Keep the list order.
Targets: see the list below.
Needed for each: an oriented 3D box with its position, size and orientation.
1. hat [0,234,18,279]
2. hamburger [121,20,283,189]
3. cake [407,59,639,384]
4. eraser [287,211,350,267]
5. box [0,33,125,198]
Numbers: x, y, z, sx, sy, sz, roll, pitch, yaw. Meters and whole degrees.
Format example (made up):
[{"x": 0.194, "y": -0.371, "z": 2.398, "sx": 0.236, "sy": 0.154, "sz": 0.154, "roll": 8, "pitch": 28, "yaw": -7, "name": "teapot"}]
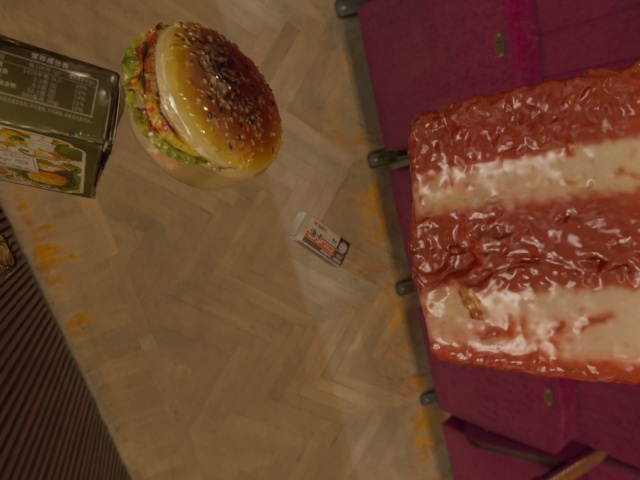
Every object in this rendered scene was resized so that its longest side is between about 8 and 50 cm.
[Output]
[{"x": -0.396, "y": 0.023, "z": 0.518, "sx": 0.059, "sy": 0.077, "sz": 0.076, "roll": -49, "pitch": 150, "yaw": 11, "name": "hat"}, {"x": -0.089, "y": -0.106, "z": 0.359, "sx": 0.141, "sy": 0.082, "sz": 0.126, "roll": 19, "pitch": 56, "yaw": -41, "name": "hamburger"}, {"x": 0.261, "y": -0.004, "z": 0.567, "sx": 0.269, "sy": 0.270, "sz": 0.319, "roll": 9, "pitch": 77, "yaw": -65, "name": "cake"}, {"x": 0.000, "y": 0.000, "z": 0.810, "sx": 0.122, "sy": 0.029, "sz": 0.052, "roll": 35, "pitch": 71, "yaw": -35, "name": "eraser"}, {"x": -0.566, "y": -0.205, "z": 0.747, "sx": 0.421, "sy": 0.373, "sz": 0.138, "roll": 12, "pitch": 78, "yaw": -27, "name": "box"}]
